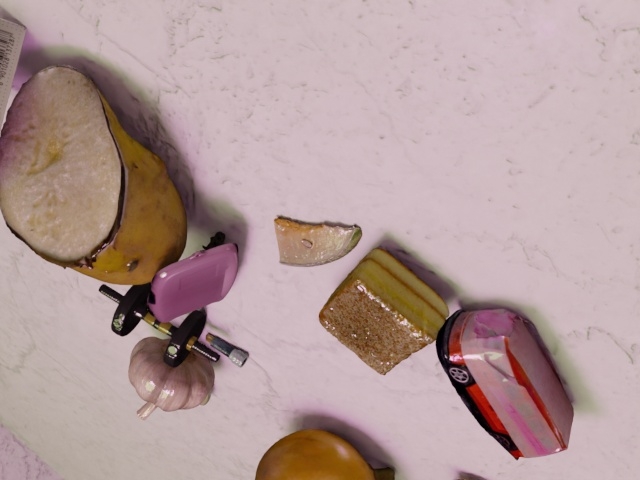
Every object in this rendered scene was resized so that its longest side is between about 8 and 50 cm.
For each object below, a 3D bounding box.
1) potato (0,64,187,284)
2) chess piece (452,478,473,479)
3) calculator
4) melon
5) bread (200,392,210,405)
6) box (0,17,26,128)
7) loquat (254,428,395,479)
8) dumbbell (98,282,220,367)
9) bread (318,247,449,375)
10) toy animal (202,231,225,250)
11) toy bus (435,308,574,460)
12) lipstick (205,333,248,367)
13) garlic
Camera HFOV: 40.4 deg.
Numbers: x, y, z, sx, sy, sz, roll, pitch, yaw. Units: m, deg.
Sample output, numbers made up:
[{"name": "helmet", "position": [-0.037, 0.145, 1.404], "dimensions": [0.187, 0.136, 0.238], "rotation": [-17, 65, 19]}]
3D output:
[{"name": "potato", "position": [-0.415, -0.099, 1.676], "dimensions": [0.290, 0.296, 0.397], "rotation": [-34, 70, 17]}, {"name": "chess piece", "position": [0.348, 0.660, 2.013], "dimensions": [0.137, 0.137, 0.301], "rotation": [16, 152, 23]}, {"name": "calculator", "position": [-0.251, 0.087, 1.736], "dimensions": [0.043, 0.194, 0.294], "rotation": [63, 159, 17]}, {"name": "melon", "position": [0.000, 0.007, 1.611], "dimensions": [0.182, 0.054, 0.098], "rotation": [6, 120, 33]}, {"name": "bread", "position": [-0.346, 0.337, 2.243], "dimensions": [0.193, 0.036, 0.112], "rotation": [41, 138, -2]}, {"name": "box", "position": [-0.635, -0.221, 1.600], "dimensions": [0.095, 0.330, 0.210], "rotation": [14, 150, -23]}, {"name": "loquat", "position": [0.010, 0.606, 2.061], "dimensions": [0.360, 0.328, 0.328], "rotation": [-11, 140, -12]}, {"name": "dumbbell", "position": [-0.373, 0.190, 2.008], "dimensions": [0.325, 0.143, 0.143], "rotation": [29, 143, 7]}, {"name": "bread", "position": [0.112, 0.129, 1.591], "dimensions": [0.184, 0.110, 0.234], "rotation": [40, 149, -1]}, {"name": "toy animal", "position": [-0.219, 0.026, 1.774], "dimensions": [0.047, 0.065, 0.135], "rotation": [34, 143, -1]}, {"name": "toy bus", "position": [0.334, 0.250, 1.548], "dimensions": [0.147, 0.127, 0.302], "rotation": [-11, 122, 38]}, {"name": "lipstick", "position": [-0.227, 0.257, 2.063], "dimensions": [0.116, 0.037, 0.037], "rotation": [30, 143, 12]}, {"name": "garlic", "position": [-0.378, 0.354, 2.114], "dimensions": [0.219, 0.218, 0.212], "rotation": [31, 110, 6]}]
